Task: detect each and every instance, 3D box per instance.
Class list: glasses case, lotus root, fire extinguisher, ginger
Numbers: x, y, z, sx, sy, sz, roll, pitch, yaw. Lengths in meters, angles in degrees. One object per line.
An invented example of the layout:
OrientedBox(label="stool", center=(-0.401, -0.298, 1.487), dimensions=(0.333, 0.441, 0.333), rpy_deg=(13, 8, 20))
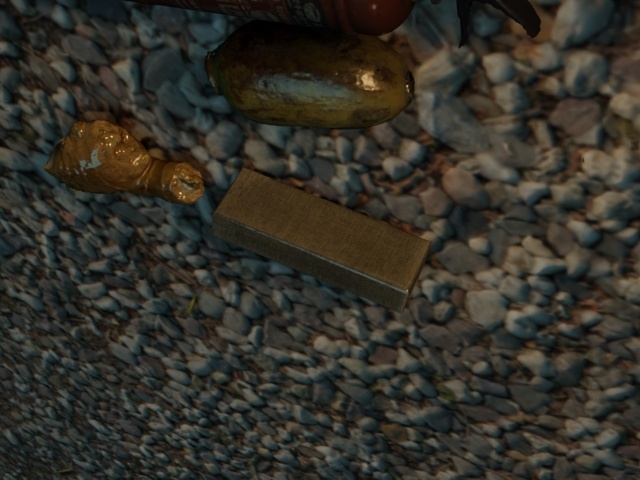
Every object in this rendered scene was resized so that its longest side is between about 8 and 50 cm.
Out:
OrientedBox(label="glasses case", center=(0.000, 0.000, 0.950), dimensions=(0.205, 0.070, 0.047), rpy_deg=(22, 144, 9))
OrientedBox(label="lotus root", center=(-0.011, -0.137, 0.790), dimensions=(0.179, 0.089, 0.080), rpy_deg=(7, 168, 16))
OrientedBox(label="fire extinguisher", center=(-0.010, -0.200, 0.718), dimensions=(0.344, 0.102, 0.138), rpy_deg=(13, 160, 19))
OrientedBox(label="ginger", center=(-0.200, -0.083, 0.992), dimensions=(0.165, 0.067, 0.096), rpy_deg=(6, 138, 8))
